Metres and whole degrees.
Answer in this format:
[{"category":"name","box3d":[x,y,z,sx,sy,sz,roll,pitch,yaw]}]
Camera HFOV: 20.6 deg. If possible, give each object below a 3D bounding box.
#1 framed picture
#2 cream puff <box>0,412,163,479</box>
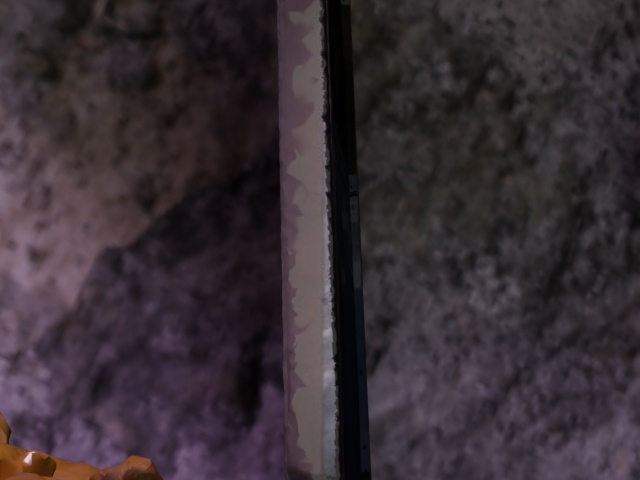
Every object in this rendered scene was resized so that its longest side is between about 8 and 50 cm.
[{"category":"framed picture","box3d":[0.000,0.000,0.641,0.023,0.189,0.260,-3,82,4]},{"category":"cream puff","box3d":[-0.124,0.213,0.527,0.343,0.231,0.327,-24,89,-24]}]
